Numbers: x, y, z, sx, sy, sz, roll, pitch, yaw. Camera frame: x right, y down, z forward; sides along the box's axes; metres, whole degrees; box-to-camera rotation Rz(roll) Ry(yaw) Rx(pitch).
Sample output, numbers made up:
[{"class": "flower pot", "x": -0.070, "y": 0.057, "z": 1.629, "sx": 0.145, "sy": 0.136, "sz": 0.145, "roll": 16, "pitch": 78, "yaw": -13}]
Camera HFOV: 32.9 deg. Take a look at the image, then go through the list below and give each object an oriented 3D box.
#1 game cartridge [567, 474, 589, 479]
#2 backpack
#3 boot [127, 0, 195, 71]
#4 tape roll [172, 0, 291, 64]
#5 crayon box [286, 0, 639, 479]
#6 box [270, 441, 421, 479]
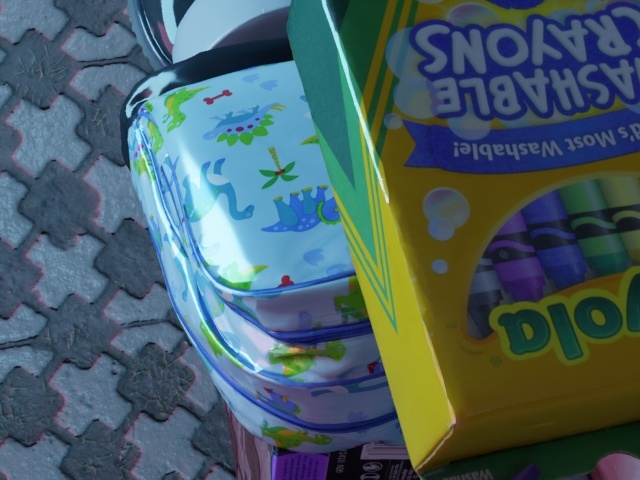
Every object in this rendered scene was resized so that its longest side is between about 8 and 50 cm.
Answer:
[{"class": "game cartridge", "x": 0.166, "y": 0.243, "z": 0.855, "sx": 0.196, "sy": 0.060, "sz": 0.294, "roll": 120, "pitch": 140, "yaw": -63}, {"class": "backpack", "x": -0.003, "y": -0.007, "z": 0.857, "sx": 0.273, "sy": 0.290, "sz": 0.355, "roll": 96, "pitch": 163, "yaw": -61}, {"class": "boot", "x": -0.080, "y": -0.404, "z": 1.124, "sx": 0.445, "sy": 0.146, "sz": 0.367, "roll": -41, "pitch": 58, "yaw": 55}, {"class": "tape roll", "x": -0.030, "y": -0.163, "z": 1.042, "sx": 0.219, "sy": 0.219, "sz": 0.072, "roll": 97, "pitch": 160, "yaw": -50}, {"class": "crayon box", "x": 0.120, "y": -0.017, "z": 0.547, "sx": 0.083, "sy": 0.203, "sz": 0.323, "roll": 108, "pitch": 150, "yaw": -62}, {"class": "box", "x": 0.026, "y": 0.085, "z": 1.033, "sx": 0.165, "sy": 0.143, "sz": 0.270, "roll": 99, "pitch": 171, "yaw": -51}]
